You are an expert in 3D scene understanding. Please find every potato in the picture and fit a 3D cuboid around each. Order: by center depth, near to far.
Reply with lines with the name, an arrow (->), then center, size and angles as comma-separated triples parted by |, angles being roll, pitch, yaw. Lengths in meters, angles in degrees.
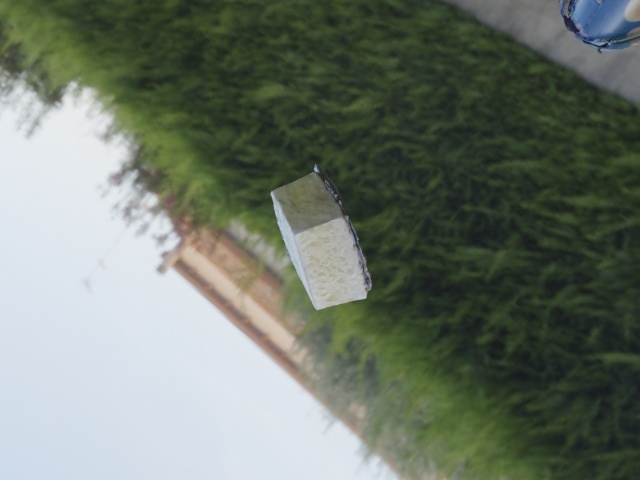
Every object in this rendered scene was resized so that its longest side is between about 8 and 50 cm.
potato -> 0.000, -0.001, 0.787 | 0.086, 0.061, 0.122 | 59, 171, 40

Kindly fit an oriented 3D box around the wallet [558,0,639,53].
wallet -> 0.228, -0.193, 0.468 | 0.202, 0.141, 0.059 | 108, 140, -66
